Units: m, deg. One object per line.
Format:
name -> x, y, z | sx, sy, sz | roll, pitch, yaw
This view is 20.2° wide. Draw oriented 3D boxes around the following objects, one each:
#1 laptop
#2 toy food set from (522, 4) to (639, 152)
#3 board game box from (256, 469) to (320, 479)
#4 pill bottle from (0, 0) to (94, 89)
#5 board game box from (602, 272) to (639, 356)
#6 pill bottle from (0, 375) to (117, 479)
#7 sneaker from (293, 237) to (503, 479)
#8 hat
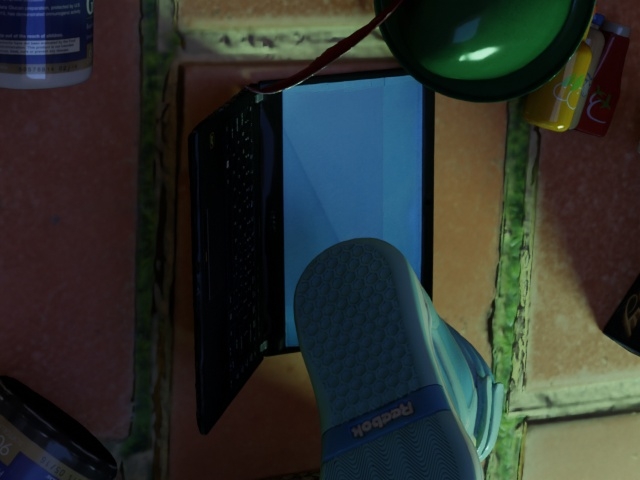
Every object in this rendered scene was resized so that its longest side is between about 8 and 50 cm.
laptop -> 0.000, 0.000, 1.390 | 0.137, 0.264, 0.234 | 3, 107, 13
toy food set -> 0.267, -0.128, 1.488 | 0.232, 0.111, 0.104 | 13, 100, -24
board game box -> -0.010, 0.294, 1.420 | 0.291, 0.232, 0.141 | -7, 107, -23
pill bottle -> -0.206, -0.197, 1.262 | 0.094, 0.094, 0.169 | -5, 107, -23
board game box -> 0.364, 0.011, 1.544 | 0.042, 0.165, 0.243 | 32, 90, -28
pill bottle -> -0.262, 0.220, 1.345 | 0.123, 0.123, 0.219 | 39, 87, -28
sneaker -> 0.084, 0.171, 1.351 | 0.127, 0.319, 0.208 | -18, 149, 19
hat -> 0.094, -0.162, 1.322 | 0.173, 0.183, 0.208 | 36, 113, 5
